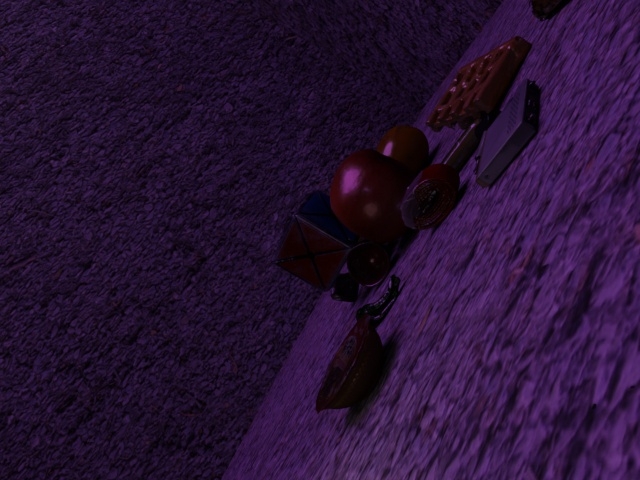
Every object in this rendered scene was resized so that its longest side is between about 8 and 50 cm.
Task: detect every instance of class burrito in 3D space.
[{"bbox_3d":[0.732,-0.794,1.721,0.175,0.107,0.348,-40,-12,-52],"label":"burrito"}]

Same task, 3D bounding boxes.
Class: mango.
[{"bbox_3d":[0.332,-0.310,2.683,0.300,0.232,0.446,-77,9,-67],"label":"mango"}]

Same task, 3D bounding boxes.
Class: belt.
[{"bbox_3d":[0.321,-0.130,1.720,0.201,0.128,0.124,-53,5,39],"label":"belt"}]

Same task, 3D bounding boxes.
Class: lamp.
[{"bbox_3d":[0.128,0.113,2.327,0.283,0.124,0.203,124,159,-62],"label":"lamp"}]

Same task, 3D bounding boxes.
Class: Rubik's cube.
[{"bbox_3d":[0.000,0.000,2.257,0.255,0.259,0.260,-60,-3,34],"label":"Rubik's cube"}]

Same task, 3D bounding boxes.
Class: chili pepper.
[{"bbox_3d":[0.157,0.209,1.792,0.122,0.065,0.279,-50,-2,-37],"label":"chili pepper"}]

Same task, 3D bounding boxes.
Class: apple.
[{"bbox_3d":[0.199,-0.157,2.089,0.348,0.348,0.277,-68,4,-75],"label":"apple"}]

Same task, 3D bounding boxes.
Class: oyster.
[{"bbox_3d":[0.242,0.036,2.285,0.108,0.053,0.166,-45,-10,-29],"label":"oyster"}]

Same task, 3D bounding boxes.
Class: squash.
[{"bbox_3d":[0.442,-0.280,1.850,0.229,0.066,0.066,-57,3,35],"label":"squash"}]

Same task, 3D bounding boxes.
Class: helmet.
[{"bbox_3d":[0.190,0.069,2.101,0.175,0.155,0.106,-50,-13,35],"label":"helmet"}]

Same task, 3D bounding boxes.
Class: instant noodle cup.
[{"bbox_3d":[0.089,0.319,1.458,0.274,0.090,0.274,-60,2,4],"label":"instant noodle cup"}]

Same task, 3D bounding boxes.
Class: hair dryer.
[{"bbox_3d":[0.452,-0.263,1.645,0.100,0.056,0.198,122,173,-70],"label":"hair dryer"}]

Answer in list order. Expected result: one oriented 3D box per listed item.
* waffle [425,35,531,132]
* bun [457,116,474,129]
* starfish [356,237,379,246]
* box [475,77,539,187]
[{"bbox_3d":[0.528,-0.522,2.007,0.304,0.077,0.348,-58,16,-17],"label":"waffle"},{"bbox_3d":[0.531,-0.462,2.147,0.115,0.069,0.115,-59,1,1],"label":"bun"},{"bbox_3d":[0.194,-0.055,2.482,0.132,0.383,0.398,64,145,34],"label":"starfish"},{"bbox_3d":[0.463,-0.269,1.447,0.211,0.045,0.270,-58,3,39],"label":"box"}]
